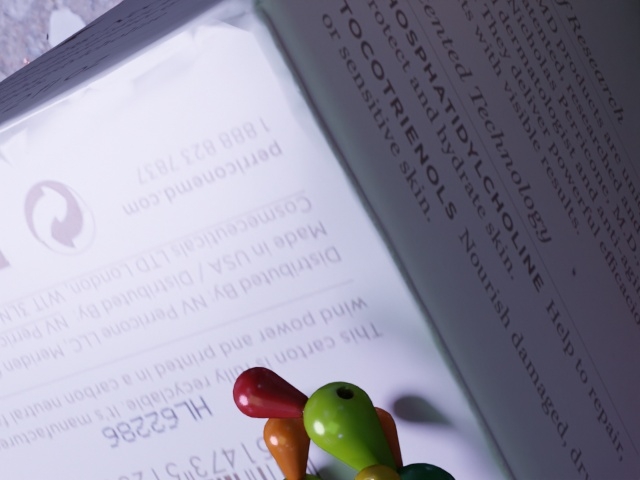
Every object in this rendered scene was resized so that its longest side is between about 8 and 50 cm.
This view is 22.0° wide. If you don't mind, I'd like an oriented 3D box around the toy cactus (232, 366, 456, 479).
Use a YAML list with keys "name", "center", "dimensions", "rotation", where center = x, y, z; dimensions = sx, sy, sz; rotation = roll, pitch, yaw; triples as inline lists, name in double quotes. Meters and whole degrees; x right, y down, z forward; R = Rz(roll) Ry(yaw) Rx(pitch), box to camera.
- name: "toy cactus"
  center: [0.044, 0.155, 0.688]
  dimensions: [0.181, 0.112, 0.218]
  rotation: [1, 108, 15]

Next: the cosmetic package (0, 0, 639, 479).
- name: "cosmetic package"
  center: [0.000, 0.000, 0.921]
  dimensions: [0.329, 0.393, 0.327]
  rotation: [-21, 105, 33]
